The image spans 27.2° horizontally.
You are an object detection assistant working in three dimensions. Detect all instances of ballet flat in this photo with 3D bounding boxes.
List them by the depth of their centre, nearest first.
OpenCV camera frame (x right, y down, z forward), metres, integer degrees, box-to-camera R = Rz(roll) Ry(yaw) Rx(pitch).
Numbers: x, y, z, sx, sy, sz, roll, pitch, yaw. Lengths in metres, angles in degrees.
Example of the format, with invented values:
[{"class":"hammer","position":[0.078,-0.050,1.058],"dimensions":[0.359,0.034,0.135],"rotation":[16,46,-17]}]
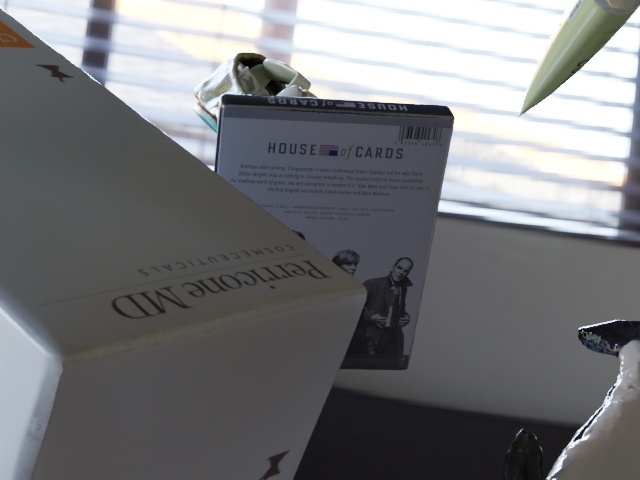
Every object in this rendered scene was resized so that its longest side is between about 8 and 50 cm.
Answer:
[{"class":"ballet flat","position":[-0.045,-0.111,1.297],"dimensions":[0.123,0.123,0.348],"rotation":[9,19,-19]}]

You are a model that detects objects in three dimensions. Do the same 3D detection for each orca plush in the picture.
[{"class":"orca plush","position":[0.180,0.174,0.884],"dimensions":[0.151,0.287,0.102],"rotation":[15,-47,-6]}]

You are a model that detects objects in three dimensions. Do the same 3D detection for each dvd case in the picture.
[{"class":"dvd case","position":[0.000,0.000,1.048],"dimensions":[0.179,0.239,0.029],"rotation":[2,30,-10]}]

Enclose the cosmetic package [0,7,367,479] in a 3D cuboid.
[{"class":"cosmetic package","position":[-0.220,-0.010,0.813],"dimensions":[0.453,0.162,0.230],"rotation":[37,29,30]}]

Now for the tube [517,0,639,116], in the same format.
[{"class":"tube","position":[0.274,-0.213,1.416],"dimensions":[0.070,0.062,0.240],"rotation":[-8,-17,-14]}]
